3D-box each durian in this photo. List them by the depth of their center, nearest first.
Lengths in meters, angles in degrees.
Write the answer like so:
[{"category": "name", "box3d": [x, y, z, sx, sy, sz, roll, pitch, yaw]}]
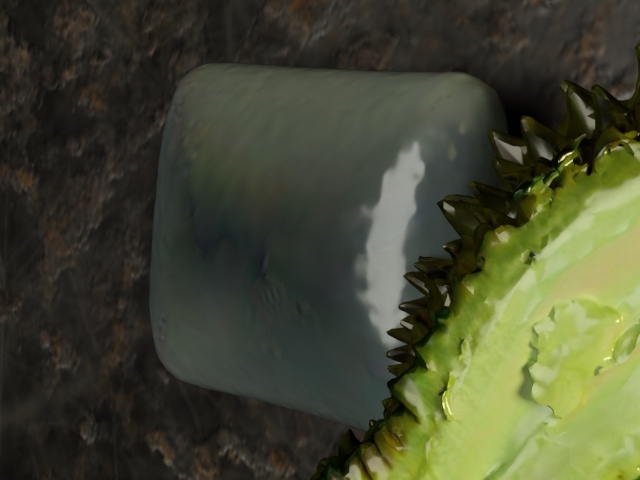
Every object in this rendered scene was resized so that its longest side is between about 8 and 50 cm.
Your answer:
[{"category": "durian", "box3d": [0.087, 0.018, 0.564, 0.132, 0.107, 0.375, 48, 118, 9]}]

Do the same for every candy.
[{"category": "candy", "box3d": [0.000, 0.000, 0.700, 0.174, 0.071, 0.138, 9, 96, 46]}]
